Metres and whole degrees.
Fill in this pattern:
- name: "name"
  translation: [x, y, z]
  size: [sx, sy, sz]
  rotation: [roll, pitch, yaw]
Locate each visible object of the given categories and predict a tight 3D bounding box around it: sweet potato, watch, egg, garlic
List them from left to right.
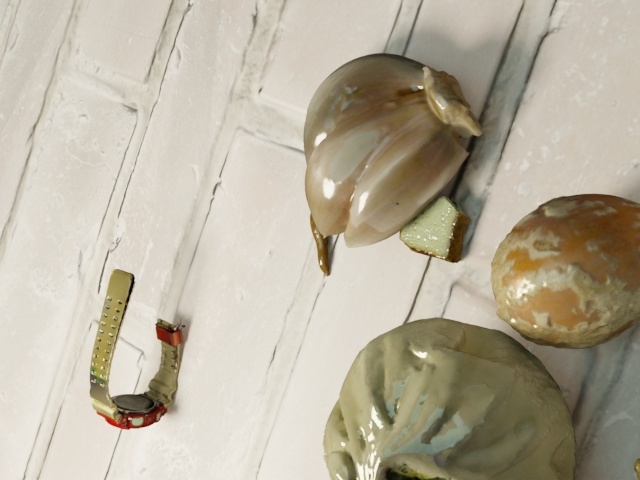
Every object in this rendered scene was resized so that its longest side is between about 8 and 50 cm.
- name: "watch"
  translation: [-0.307, 0.185, 1.905]
  size: [0.102, 0.165, 0.268]
  rotation: [17, 97, 38]
- name: "sweet potato"
  translation: [0.000, 0.000, 1.776]
  size: [0.026, 0.026, 0.115]
  rotation: [-20, 72, 35]
- name: "garlic"
  translation: [0.079, -0.149, 1.664]
  size: [0.325, 0.132, 0.279]
  rotation: [-35, 49, 24]
- name: "egg"
  translation: [0.325, 0.036, 1.406]
  size: [0.233, 0.195, 0.195]
  rotation: [-35, 62, 11]

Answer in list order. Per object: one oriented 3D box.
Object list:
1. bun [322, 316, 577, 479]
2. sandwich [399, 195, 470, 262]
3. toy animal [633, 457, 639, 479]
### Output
- name: "bun"
  translation: [0.158, 0.281, 1.435]
  size: [0.360, 0.211, 0.359]
  rotation: [2, 100, 13]
- name: "sandwich"
  translation: [0.165, -0.021, 1.639]
  size: [0.105, 0.036, 0.093]
  rotation: [14, 93, 40]
- name: "toy animal"
  translation: [0.455, 0.360, 1.282]
  size: [0.169, 0.195, 0.281]
  rotation: [-37, 59, -16]
